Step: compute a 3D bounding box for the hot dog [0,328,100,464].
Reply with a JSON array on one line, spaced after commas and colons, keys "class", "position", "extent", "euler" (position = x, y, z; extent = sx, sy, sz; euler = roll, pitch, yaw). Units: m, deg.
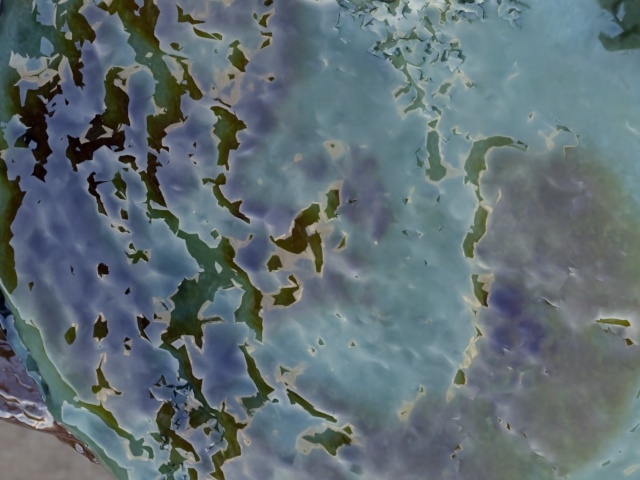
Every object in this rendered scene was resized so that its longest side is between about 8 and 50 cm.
[{"class": "hot dog", "position": [-0.260, 0.044, 1.291], "extent": [0.174, 0.388, 0.267], "euler": [-37, 153, 5]}]

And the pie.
[{"class": "pie", "position": [0.000, 0.000, 0.408], "extent": [0.240, 0.054, 0.241], "euler": [10, 114, 23]}]
